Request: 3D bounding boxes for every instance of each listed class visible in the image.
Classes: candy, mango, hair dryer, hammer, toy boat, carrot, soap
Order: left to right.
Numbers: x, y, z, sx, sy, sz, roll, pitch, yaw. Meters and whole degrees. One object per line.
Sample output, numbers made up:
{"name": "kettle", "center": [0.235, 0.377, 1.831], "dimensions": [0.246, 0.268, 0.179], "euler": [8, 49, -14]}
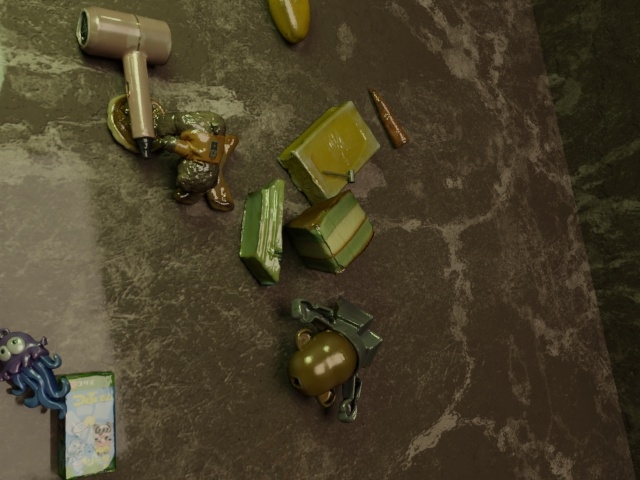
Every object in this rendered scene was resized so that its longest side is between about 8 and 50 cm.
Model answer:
{"name": "candy", "center": [-0.462, 0.362, 1.072], "dimensions": [0.097, 0.062, 0.195], "euler": [3, 79, -38]}
{"name": "hair dryer", "center": [-0.426, -0.349, 1.219], "dimensions": [0.189, 0.106, 0.344], "euler": [-3, 79, -40]}
{"name": "toy boat", "center": [-0.148, -0.024, 1.385], "dimensions": [0.084, 0.111, 0.276], "euler": [9, 78, -33]}
{"name": "mango", "center": [-0.092, -0.675, 1.589], "dimensions": [0.137, 0.098, 0.195], "euler": [-8, 93, -43]}
{"name": "soap", "center": [0.034, -0.260, 1.605], "dimensions": [0.315, 0.091, 0.199], "euler": [-48, 112, -35]}
{"name": "hammer", "center": [0.052, -0.188, 1.538], "dimensions": [0.110, 0.019, 0.036], "euler": [5, 78, -34]}
{"name": "carrot", "center": [0.226, -0.418, 1.825], "dimensions": [0.057, 0.057, 0.224], "euler": [-37, 101, -39]}

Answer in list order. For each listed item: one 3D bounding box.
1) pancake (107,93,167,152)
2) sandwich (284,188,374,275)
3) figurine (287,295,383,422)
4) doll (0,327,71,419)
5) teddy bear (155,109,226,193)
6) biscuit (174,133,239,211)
{"name": "pancake", "center": [-0.423, -0.277, 1.268], "dimensions": [0.158, 0.028, 0.158], "euler": [13, 70, -39]}
{"name": "sandwich", "center": [0.000, 0.000, 1.443], "dimensions": [0.155, 0.198, 0.227], "euler": [58, 38, -12]}
{"name": "figurine", "center": [0.029, 0.300, 1.426], "dimensions": [0.342, 0.167, 0.285], "euler": [50, 42, 6]}
{"name": "doll", "center": [-0.537, 0.246, 1.015], "dimensions": [0.110, 0.067, 0.206], "euler": [-40, 88, -10]}
{"name": "teddy bear", "center": [-0.280, -0.204, 1.247], "dimensions": [0.177, 0.140, 0.190], "euler": [-12, 109, -56]}
{"name": "biscuit", "center": [-0.284, -0.182, 1.349], "dimensions": [0.164, 0.047, 0.208], "euler": [11, 73, -39]}
